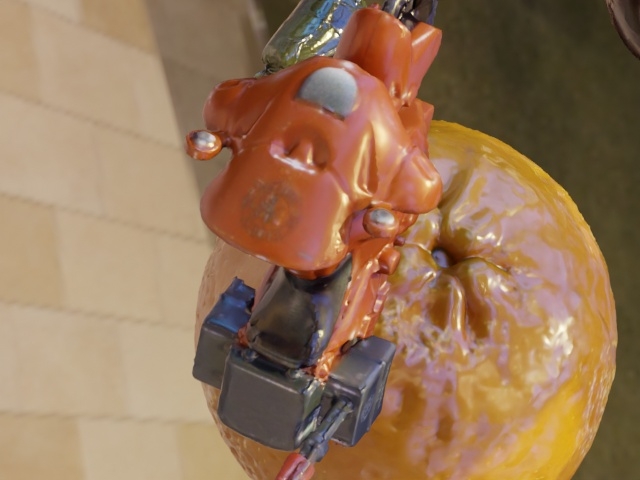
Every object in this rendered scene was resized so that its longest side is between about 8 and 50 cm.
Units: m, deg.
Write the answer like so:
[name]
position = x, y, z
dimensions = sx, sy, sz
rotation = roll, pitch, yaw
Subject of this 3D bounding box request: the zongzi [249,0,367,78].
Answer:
[zongzi]
position = 0.004, -0.140, 1.742
dimensions = 0.154, 0.062, 0.130
rotation = -56, 133, -27

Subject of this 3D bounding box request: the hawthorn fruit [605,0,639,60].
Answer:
[hawthorn fruit]
position = 0.185, -0.135, 0.701
dimensions = 0.188, 0.169, 0.169
rotation = -17, 97, -28

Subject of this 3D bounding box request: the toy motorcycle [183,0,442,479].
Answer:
[toy motorcycle]
position = 0.000, 0.000, 1.205
dimensions = 0.221, 0.147, 0.326
rotation = -48, 157, -50

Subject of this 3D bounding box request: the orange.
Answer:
[orange]
position = 0.069, 0.069, 1.558
dimensions = 0.293, 0.340, 0.341
rotation = 112, -24, -69
